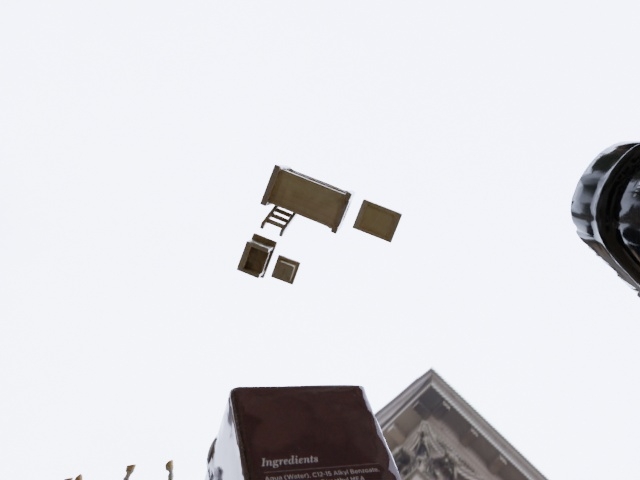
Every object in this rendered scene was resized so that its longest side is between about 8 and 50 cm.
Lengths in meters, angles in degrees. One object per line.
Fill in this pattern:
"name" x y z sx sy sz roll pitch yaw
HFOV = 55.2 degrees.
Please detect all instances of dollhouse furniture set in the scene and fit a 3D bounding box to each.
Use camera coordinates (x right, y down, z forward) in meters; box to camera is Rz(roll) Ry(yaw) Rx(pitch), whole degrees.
"dollhouse furniture set" 0.000 0.000 0.864 0.182 0.101 0.160 22 -82 4

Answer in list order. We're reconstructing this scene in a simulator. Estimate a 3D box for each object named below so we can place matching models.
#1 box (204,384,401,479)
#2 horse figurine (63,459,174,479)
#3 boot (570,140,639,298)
"box" 0.005 0.313 0.450 0.143 0.381 0.191 3 -54 -23
"horse figurine" -0.306 0.420 0.878 0.264 0.066 0.174 -11 -112 7
"boot" 0.257 0.044 0.271 0.247 0.207 0.094 34 -88 -21
